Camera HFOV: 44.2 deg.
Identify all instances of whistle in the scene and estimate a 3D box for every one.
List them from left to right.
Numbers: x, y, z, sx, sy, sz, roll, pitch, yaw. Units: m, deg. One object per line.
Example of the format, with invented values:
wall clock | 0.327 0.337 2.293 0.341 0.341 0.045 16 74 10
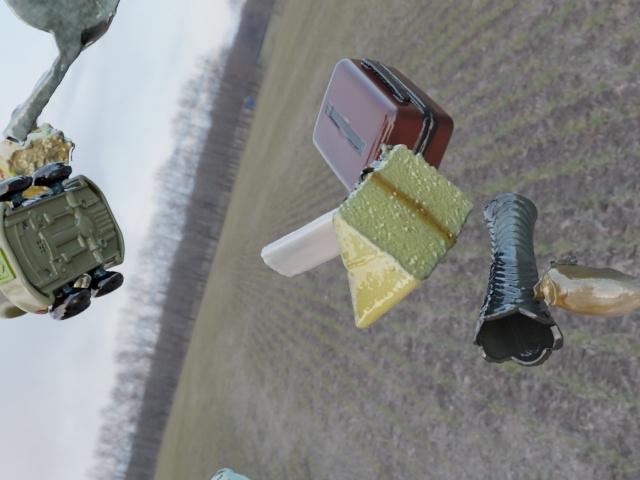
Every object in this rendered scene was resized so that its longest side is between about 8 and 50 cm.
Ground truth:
whistle | -0.415 -0.351 1.266 0.168 0.188 0.404 -136 49 -67

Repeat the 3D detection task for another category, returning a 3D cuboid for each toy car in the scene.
toy car | -0.420 0.019 1.117 0.204 0.198 0.248 67 -158 -9

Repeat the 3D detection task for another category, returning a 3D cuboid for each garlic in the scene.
garlic | 0.335 0.066 0.953 0.084 0.152 0.066 -66 -22 -64

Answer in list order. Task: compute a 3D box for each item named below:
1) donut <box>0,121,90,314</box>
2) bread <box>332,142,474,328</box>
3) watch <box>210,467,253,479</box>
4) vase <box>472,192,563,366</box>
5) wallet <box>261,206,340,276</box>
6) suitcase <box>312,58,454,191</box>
donut | -0.574 -0.035 1.561 0.307 0.150 0.370 -15 83 54
bread | 0.110 -0.007 1.041 0.266 0.142 0.178 -46 -38 -52
watch | -0.185 0.638 1.853 0.253 0.241 0.161 8 52 45
vase | 0.259 0.043 1.053 0.237 0.116 0.115 -78 8 -45
wallet | 0.000 0.000 1.288 0.124 0.183 0.031 37 -150 -58
suitcase | 0.117 -0.216 1.580 0.297 0.161 0.236 58 136 50
